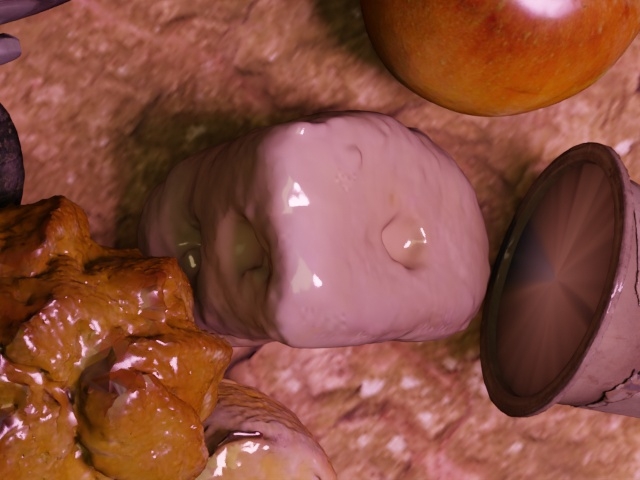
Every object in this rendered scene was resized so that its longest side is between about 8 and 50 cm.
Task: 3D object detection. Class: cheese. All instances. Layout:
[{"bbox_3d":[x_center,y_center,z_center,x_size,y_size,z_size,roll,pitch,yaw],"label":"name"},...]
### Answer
[{"bbox_3d":[0.000,-0.002,1.026,0.247,0.251,0.174,-1,82,-38],"label":"cheese"}]

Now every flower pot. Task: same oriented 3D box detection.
[{"bbox_3d":[0.253,0.060,1.019,0.202,0.212,0.212,21,95,-13],"label":"flower pot"}]

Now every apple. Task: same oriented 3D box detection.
[{"bbox_3d":[0.128,-0.206,0.991,0.236,0.207,0.237,2,83,-17],"label":"apple"}]

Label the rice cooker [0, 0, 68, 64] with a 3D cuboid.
[{"bbox_3d":[-0.267,-0.261,0.921,0.316,0.264,0.317,4,100,22],"label":"rice cooker"}]

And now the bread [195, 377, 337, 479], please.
[{"bbox_3d":[-0.086,0.200,1.023,0.197,0.170,0.197,-2,97,-18],"label":"bread"}]

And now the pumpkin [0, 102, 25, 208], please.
[{"bbox_3d":[-0.310,-0.045,0.997,0.190,0.146,0.190,0,94,-3],"label":"pumpkin"}]

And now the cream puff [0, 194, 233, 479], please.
[{"bbox_3d":[-0.189,0.087,0.913,0.244,0.244,0.196,-31,141,1],"label":"cream puff"}]
